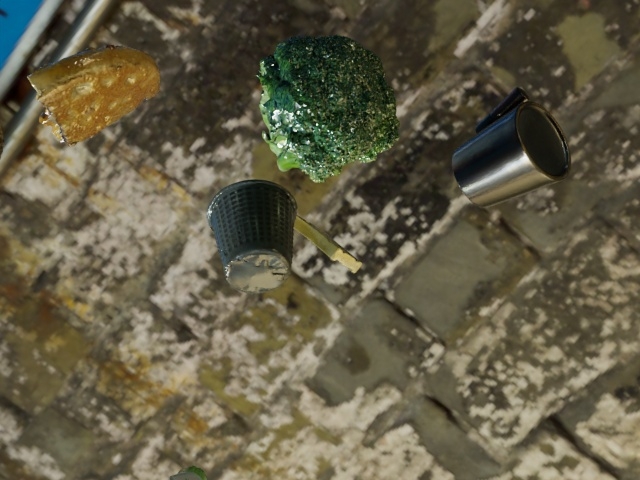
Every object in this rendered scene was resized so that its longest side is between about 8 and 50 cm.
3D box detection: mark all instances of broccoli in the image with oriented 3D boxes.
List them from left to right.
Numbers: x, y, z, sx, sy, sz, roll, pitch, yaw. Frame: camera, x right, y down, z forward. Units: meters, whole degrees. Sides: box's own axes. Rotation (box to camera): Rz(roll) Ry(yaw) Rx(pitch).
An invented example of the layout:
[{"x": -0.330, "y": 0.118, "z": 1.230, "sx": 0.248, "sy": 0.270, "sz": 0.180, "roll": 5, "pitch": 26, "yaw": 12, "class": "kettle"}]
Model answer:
[{"x": 0.001, "y": -0.223, "z": 1.370, "sx": 0.245, "sy": 0.265, "sz": 0.295, "roll": -37, "pitch": 36, "yaw": 55, "class": "broccoli"}]

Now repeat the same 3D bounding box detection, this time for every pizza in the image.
[{"x": -0.504, "y": -0.333, "z": 1.807, "sx": 0.277, "sy": 0.114, "sz": 0.409, "roll": -42, "pitch": -10, "yaw": 33, "class": "pizza"}]

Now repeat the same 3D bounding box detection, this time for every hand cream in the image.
[{"x": -0.187, "y": 0.365, "z": 1.098, "sx": 0.050, "sy": 0.079, "sz": 0.275, "roll": -61, "pitch": 4, "yaw": -3, "class": "hand cream"}]

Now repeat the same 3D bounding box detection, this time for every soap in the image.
[{"x": 0.001, "y": -0.001, "z": 1.987, "sx": 0.037, "sy": 0.092, "sz": 0.252, "roll": -54, "pitch": 39, "yaw": 2, "class": "soap"}]

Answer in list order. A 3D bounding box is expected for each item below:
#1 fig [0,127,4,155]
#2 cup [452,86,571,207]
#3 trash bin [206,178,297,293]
[{"x": -0.859, "y": -0.170, "z": 1.920, "sx": 0.286, "sy": 0.286, "sz": 0.369, "roll": -57, "pitch": -33, "yaw": -32, "class": "fig"}, {"x": 0.388, "y": -0.181, "z": 1.625, "sx": 0.177, "sy": 0.166, "sz": 0.239, "roll": -30, "pitch": 16, "yaw": 45, "class": "cup"}, {"x": -0.118, "y": 0.002, "z": 1.488, "sx": 0.175, "sy": 0.175, "sz": 0.161, "roll": -46, "pitch": 37, "yaw": 30, "class": "trash bin"}]
